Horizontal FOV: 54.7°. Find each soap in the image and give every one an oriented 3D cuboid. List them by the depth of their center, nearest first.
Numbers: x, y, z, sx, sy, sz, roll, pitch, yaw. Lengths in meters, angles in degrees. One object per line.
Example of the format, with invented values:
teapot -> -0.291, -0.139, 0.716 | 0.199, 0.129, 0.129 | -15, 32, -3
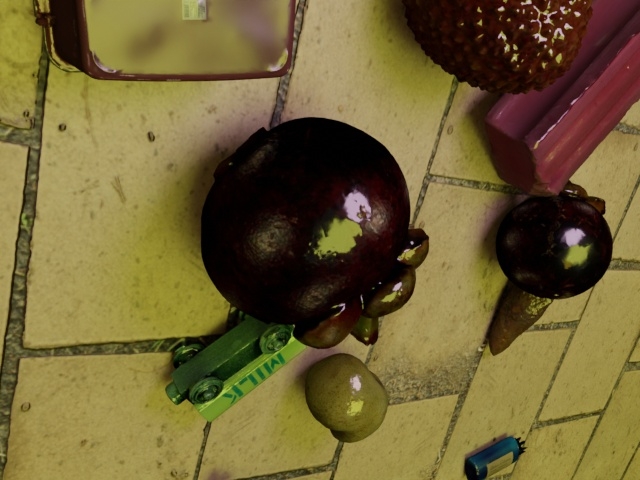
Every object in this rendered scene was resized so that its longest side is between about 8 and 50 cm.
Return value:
soap -> 0.471, -0.263, 1.128 | 0.359, 0.128, 0.233 | -48, 147, -3

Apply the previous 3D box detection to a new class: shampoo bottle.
shampoo bottle -> 0.467, 0.577, 1.640 | 0.183, 0.050, 0.087 | -18, 119, -24

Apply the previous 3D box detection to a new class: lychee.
lychee -> 0.263, -0.355, 0.900 | 0.275, 0.304, 0.276 | -19, 160, -7

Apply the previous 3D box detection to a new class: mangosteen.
mangosteen -> 0.000, 0.000, 0.875 | 0.307, 0.307, 0.347 | -42, 101, -7
mangosteen -> 0.473, -0.013, 1.251 | 0.228, 0.228, 0.266 | 37, 63, -39

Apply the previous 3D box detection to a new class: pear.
pear -> 0.045, 0.290, 1.157 | 0.136, 0.167, 0.167 | -43, 129, -2

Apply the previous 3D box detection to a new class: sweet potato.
sweet potato -> 0.481, 0.117, 1.387 | 0.341, 0.092, 0.114 | -53, 146, 3

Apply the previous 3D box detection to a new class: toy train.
toy train -> -0.131, 0.204, 1.047 | 0.253, 0.105, 0.157 | -37, 141, -9

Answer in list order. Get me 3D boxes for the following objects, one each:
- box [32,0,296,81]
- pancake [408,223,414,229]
box -> -0.171, -0.280, 0.725 | 0.294, 0.167, 0.193 | -9, 120, -28
pancake -> 0.135, 0.041, 1.118 | 0.028, 0.158, 0.158 | 25, 102, 6
